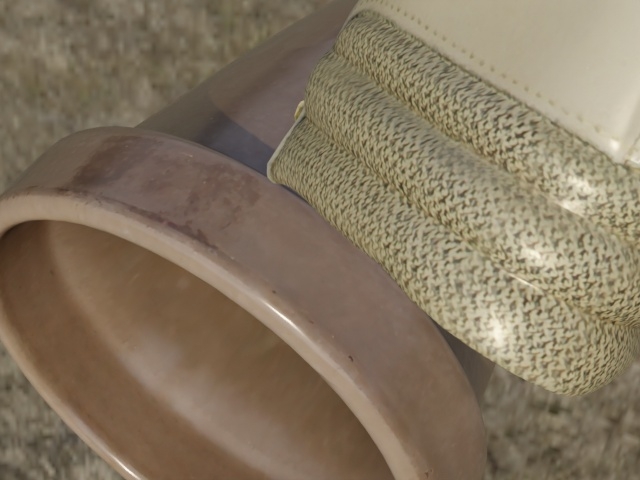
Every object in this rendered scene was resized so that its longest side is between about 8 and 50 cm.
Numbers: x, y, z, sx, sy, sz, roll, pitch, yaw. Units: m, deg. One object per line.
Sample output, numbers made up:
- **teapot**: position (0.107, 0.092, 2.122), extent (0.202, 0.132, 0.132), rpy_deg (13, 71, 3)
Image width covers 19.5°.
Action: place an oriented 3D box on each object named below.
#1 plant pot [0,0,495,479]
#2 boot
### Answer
- **plant pot**: position (0.000, 0.000, 0.898), extent (0.263, 0.263, 0.229), rpy_deg (28, 61, 17)
- **boot**: position (0.064, -0.087, 0.417), extent (0.095, 0.203, 0.262), rpy_deg (26, 12, -14)
